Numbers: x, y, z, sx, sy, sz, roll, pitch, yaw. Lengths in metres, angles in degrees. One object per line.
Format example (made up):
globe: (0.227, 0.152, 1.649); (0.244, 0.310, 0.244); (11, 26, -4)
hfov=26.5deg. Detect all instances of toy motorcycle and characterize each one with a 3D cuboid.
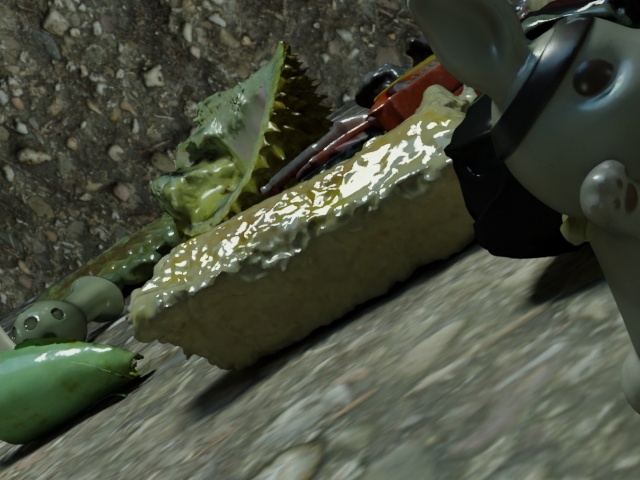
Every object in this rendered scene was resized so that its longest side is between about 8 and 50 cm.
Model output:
toy motorcycle: (0.082, -0.083, 1.011); (0.298, 0.089, 0.171); (-36, 0, -18)

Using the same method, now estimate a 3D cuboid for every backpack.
backpack: (0.125, -0.060, 0.631); (0.120, 0.106, 0.165); (-23, 8, 33)

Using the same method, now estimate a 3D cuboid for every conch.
conch: (-0.207, 0.110, 1.085); (0.170, 0.079, 0.106); (-14, 19, 17)

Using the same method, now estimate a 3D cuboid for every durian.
durian: (-0.096, -0.084, 1.509); (0.172, 0.166, 0.306); (-40, 9, -29)

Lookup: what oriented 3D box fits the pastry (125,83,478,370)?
pastry: (0.002, 0.000, 0.827); (0.258, 0.089, 0.121); (-33, 10, 6)

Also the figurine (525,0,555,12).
figurine: (0.220, -0.180, 0.749); (0.204, 0.185, 0.332); (-2, 5, 0)

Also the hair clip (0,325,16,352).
hair clip: (-0.402, 0.136, 1.421); (0.113, 0.172, 0.282); (-28, -6, -36)

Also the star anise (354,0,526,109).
star anise: (0.143, -0.179, 1.353); (0.283, 0.129, 0.212); (-31, -10, -15)

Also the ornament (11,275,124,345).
ornament: (-0.290, 0.094, 1.542); (0.075, 0.081, 0.156); (9, 21, 16)

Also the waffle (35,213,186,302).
waffle: (-0.289, 0.043, 1.929); (0.292, 0.056, 0.309); (-34, 8, -8)

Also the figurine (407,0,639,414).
figurine: (0.099, -0.031, 0.386); (0.098, 0.146, 0.081); (-32, 6, -4)
